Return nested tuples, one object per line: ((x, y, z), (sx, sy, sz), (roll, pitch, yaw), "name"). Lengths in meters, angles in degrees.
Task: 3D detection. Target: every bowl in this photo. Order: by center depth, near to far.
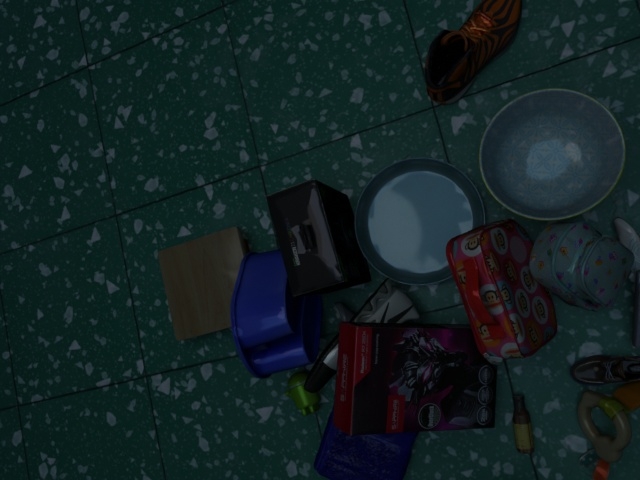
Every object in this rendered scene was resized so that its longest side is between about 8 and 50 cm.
((0.509, -0.178, 1.250), (0.290, 0.156, 0.289), (-1, 85, 19), "bowl")

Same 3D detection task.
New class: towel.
((0.117, 0.475, 1.369), (0.228, 0.076, 0.308), (20, 99, 20), "towel")

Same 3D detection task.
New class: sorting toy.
((-0.295, 0.121, 1.542), (0.256, 0.089, 0.256), (-17, 82, 17), "sorting toy")

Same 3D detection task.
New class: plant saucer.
((0.244, -0.046, 1.385), (0.318, 0.044, 0.317), (-1, 85, 15), "plant saucer")

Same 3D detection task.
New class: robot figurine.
((-0.043, 0.394, 1.449), (0.101, 0.067, 0.115), (-29, 78, 23), "robot figurine")

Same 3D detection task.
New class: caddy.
((-0.119, 0.170, 1.361), (0.179, 0.341, 0.241), (-13, 126, 15), "caddy")

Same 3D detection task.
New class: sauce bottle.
((0.467, 0.423, 1.287), (0.042, 0.042, 0.128), (-6, 83, 18), "sauce bottle")

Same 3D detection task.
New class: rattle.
((0.651, 0.420, 1.231), (0.130, 0.143, 0.199), (0, 103, 50), "rattle")

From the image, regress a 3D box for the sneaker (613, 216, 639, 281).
((0.682, 0.021, 1.233), (0.061, 0.054, 0.152), (-26, 79, 18), "sneaker")

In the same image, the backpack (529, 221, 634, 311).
((0.552, 0.048, 1.188), (0.189, 0.144, 0.165), (31, 84, -12), "backpack")

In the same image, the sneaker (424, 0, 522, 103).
((0.362, -0.475, 1.306), (0.125, 0.180, 0.321), (35, 98, 17), "sneaker")

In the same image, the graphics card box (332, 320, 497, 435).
((0.219, 0.303, 1.245), (0.371, 0.094, 0.232), (5, 86, -21), "graphics card box")

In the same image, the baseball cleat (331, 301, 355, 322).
((0.124, 0.222, 1.410), (0.109, 0.072, 0.205), (-37, 86, 7), "baseball cleat")

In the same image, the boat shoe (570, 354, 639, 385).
((0.646, 0.280, 1.219), (0.183, 0.066, 0.066), (-13, 75, 16), "boat shoe")

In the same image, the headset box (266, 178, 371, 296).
((0.000, 0.000, 1.347), (0.131, 0.283, 0.246), (-18, 80, 17), "headset box")

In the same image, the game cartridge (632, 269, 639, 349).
((0.816, 0.163, 1.159), (0.295, 0.060, 0.195), (2, 95, 17), "game cartridge")

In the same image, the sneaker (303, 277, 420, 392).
((0.103, 0.255, 1.311), (0.146, 0.122, 0.330), (43, 86, 3), "sneaker")

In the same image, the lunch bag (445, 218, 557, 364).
((0.390, 0.109, 1.206), (0.120, 0.258, 0.292), (-21, 86, 42), "lunch bag")
